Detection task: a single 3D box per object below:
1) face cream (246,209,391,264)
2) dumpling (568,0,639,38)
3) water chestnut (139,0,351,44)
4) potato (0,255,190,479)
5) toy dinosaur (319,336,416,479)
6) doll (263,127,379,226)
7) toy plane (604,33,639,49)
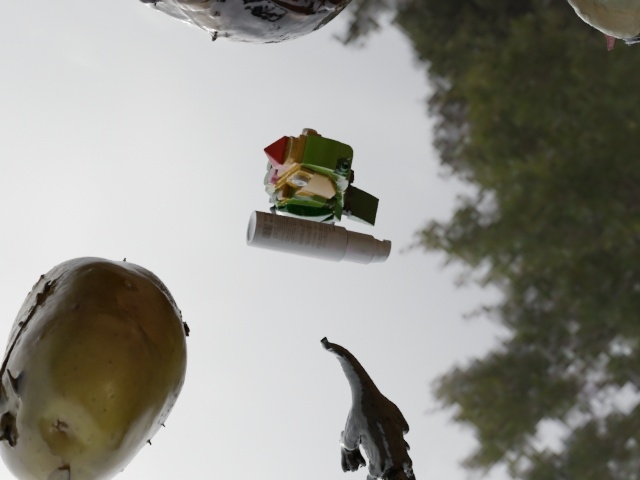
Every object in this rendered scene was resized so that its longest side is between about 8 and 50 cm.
[{"bbox_3d":[0.000,0.000,1.430,0.130,0.034,0.034,9,-154,-15],"label":"face cream"},{"bbox_3d":[0.353,-0.377,2.125,0.179,0.131,0.252,11,-115,-23],"label":"dumpling"},{"bbox_3d":[-0.056,-0.318,1.460,0.300,0.300,0.300,34,-162,-13],"label":"water chestnut"},{"bbox_3d":[-0.175,0.098,1.236,0.140,0.173,0.300,14,-173,-1],"label":"potato"},{"bbox_3d":[0.068,0.203,1.717,0.087,0.179,0.187,-18,-126,-15],"label":"toy dinosaur"},{"bbox_3d":[-0.003,-0.074,1.948,0.134,0.106,0.186,10,161,9],"label":"doll"},{"bbox_3d":[0.443,-0.293,2.158,0.145,0.060,0.037,-5,180,44],"label":"toy plane"}]
